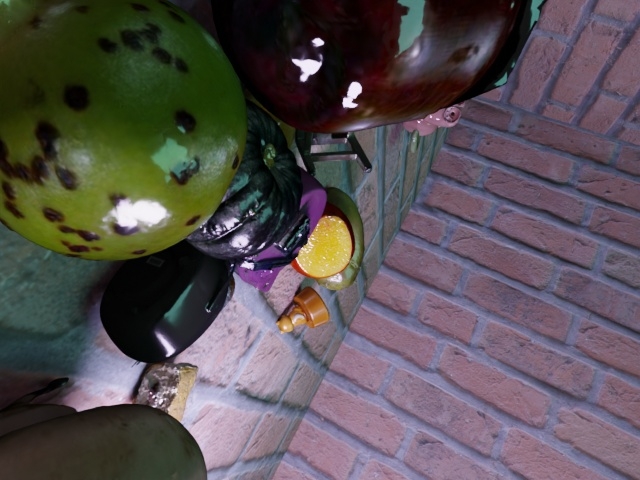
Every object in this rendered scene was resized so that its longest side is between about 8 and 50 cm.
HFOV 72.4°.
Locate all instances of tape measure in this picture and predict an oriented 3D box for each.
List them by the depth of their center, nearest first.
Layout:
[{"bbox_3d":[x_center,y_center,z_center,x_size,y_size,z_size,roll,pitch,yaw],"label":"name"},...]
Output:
[{"bbox_3d":[-0.090,-0.028,0.803,0.232,0.149,0.245,-51,166,-3],"label":"tape measure"}]

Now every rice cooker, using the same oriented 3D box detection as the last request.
[{"bbox_3d":[-0.213,0.070,0.621,0.203,0.142,0.118,-60,151,-30],"label":"rice cooker"}]

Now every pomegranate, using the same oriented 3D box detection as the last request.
[{"bbox_3d":[-0.204,-0.113,0.351,0.286,0.231,0.231,39,71,-27],"label":"pomegranate"}]

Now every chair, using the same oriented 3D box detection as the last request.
[{"bbox_3d":[0.015,-0.267,0.905,0.136,0.147,0.271,100,-21,-46],"label":"chair"}]

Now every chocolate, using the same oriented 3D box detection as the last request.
[{"bbox_3d":[0.048,-0.289,0.541,0.331,0.383,0.384,-47,155,-43],"label":"chocolate"}]

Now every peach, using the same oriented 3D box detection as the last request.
[{"bbox_3d":[0.000,0.000,1.084,0.190,0.190,0.192,-61,-179,-15],"label":"peach"}]

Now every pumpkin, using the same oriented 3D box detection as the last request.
[{"bbox_3d":[-0.121,-0.082,0.578,0.220,0.161,0.221,37,43,-44],"label":"pumpkin"}]

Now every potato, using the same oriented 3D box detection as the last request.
[{"bbox_3d":[0.040,-0.005,1.261,0.141,0.176,0.298,12,78,-79],"label":"potato"}]

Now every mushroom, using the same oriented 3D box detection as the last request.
[{"bbox_3d":[-0.316,0.312,0.496,0.362,0.295,0.362,-26,148,-18],"label":"mushroom"}]

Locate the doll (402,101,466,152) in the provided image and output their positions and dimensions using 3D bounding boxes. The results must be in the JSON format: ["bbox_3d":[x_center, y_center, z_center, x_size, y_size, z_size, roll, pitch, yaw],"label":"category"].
[{"bbox_3d":[0.408,-0.472,1.630,0.268,0.216,0.284,22,90,-79],"label":"doll"}]

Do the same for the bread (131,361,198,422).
[{"bbox_3d":[-0.285,0.279,0.795,0.106,0.082,0.125,89,18,-76],"label":"bread"}]

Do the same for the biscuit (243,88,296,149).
[{"bbox_3d":[-0.095,-0.203,0.777,0.166,0.036,0.225,-58,164,-12],"label":"biscuit"}]

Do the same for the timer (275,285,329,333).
[{"bbox_3d":[-0.069,0.235,1.366,0.152,0.132,0.132,-29,147,-23],"label":"timer"}]

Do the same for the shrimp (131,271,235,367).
[{"bbox_3d":[-0.234,0.131,0.759,0.233,0.079,0.090,-48,-165,-32],"label":"shrimp"}]
